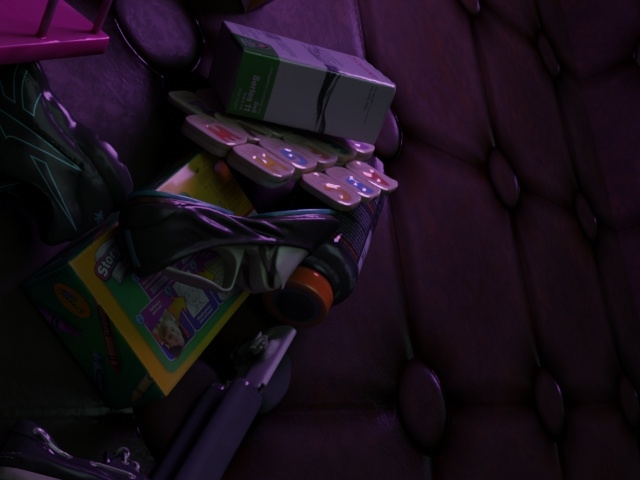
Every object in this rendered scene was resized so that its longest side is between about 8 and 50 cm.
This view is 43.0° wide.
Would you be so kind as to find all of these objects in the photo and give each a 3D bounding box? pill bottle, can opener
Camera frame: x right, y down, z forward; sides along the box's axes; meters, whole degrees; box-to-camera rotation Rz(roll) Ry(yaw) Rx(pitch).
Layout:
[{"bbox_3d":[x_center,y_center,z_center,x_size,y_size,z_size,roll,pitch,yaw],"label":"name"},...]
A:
[{"bbox_3d":[0.000,0.000,1.087,0.130,0.130,0.246,51,39,-26],"label":"pill bottle"},{"bbox_3d":[-0.094,0.197,0.915,0.093,0.074,0.280,58,37,-18],"label":"can opener"}]

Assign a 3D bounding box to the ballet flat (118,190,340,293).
[{"bbox_3d":[-0.090,0.008,0.864,0.280,0.095,0.096,3,81,-42],"label":"ballet flat"}]

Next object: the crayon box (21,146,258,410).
[{"bbox_3d":[-0.167,0.029,0.889,0.165,0.081,0.278,59,37,-16],"label":"crayon box"}]

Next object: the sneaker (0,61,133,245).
[{"bbox_3d":[-0.297,-0.113,0.768,0.267,0.101,0.106,49,58,-11],"label":"sneaker"}]

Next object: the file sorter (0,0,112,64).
[{"bbox_3d":[-0.309,-0.265,0.632,0.202,0.182,0.290,39,30,13],"label":"file sorter"}]

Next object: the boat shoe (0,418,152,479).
[{"bbox_3d":[-0.190,0.215,0.743,0.206,0.075,0.065,22,54,-23],"label":"boat shoe"}]

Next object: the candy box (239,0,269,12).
[{"bbox_3d":[-0.092,-0.470,1.165,0.233,0.159,0.071,61,37,-12],"label":"candy box"}]

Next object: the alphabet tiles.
[{"bbox_3d":[-0.043,-0.128,1.029,0.278,0.021,0.284,34,25,17],"label":"alphabet tiles"}]

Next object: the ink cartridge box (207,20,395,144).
[{"bbox_3d":[-0.028,-0.206,1.062,0.208,0.087,0.153,10,23,-21],"label":"ink cartridge box"}]
